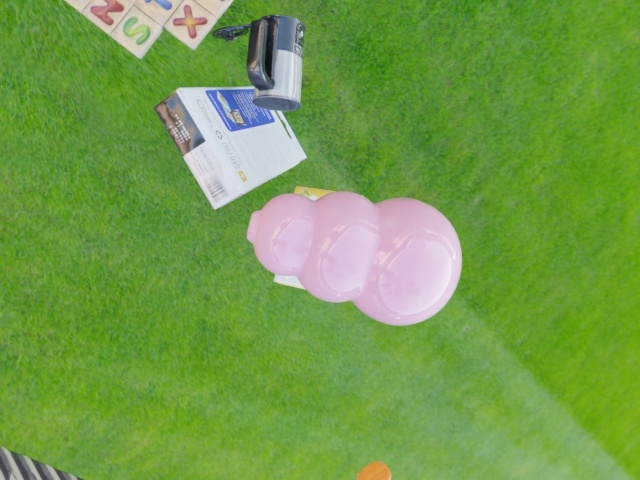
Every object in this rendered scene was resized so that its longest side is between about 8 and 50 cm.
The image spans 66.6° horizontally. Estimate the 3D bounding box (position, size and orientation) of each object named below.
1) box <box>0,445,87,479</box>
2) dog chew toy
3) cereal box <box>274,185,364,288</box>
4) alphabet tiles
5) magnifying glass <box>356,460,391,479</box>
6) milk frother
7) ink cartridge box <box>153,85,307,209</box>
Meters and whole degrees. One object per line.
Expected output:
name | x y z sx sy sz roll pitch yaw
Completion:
box | -0.222 0.190 0.282 0.275 0.094 0.113 19 101 5
dog chew toy | 0.048 0.015 0.777 0.331 0.207 0.207 13 116 -9
cereal box | 0.000 0.000 1.153 0.047 0.172 0.240 48 54 -73
alphabet tiles | -0.264 -0.445 0.717 0.285 0.342 0.011 -52 174 1
magnifying glass | 0.051 0.281 0.454 0.092 0.026 0.231 -24 131 -24
milk frother | -0.106 -0.296 0.817 0.129 0.143 0.135 5 88 -50
ink cartridge box | -0.135 -0.186 0.877 0.069 0.371 0.176 -26 99 23
